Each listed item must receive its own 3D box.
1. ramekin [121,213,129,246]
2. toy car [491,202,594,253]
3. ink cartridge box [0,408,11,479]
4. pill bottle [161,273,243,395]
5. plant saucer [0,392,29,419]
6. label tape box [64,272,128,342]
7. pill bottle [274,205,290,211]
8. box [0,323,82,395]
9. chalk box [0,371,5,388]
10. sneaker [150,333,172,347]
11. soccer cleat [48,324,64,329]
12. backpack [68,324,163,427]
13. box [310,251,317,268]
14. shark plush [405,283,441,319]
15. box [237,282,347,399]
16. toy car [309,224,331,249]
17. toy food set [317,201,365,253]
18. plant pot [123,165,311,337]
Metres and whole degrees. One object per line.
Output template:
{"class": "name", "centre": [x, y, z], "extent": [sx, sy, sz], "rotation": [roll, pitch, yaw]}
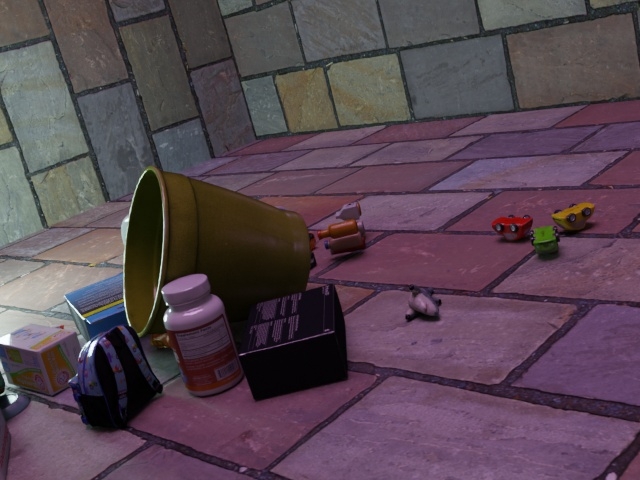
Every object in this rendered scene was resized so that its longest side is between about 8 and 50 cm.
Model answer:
{"class": "ramekin", "centre": [-0.423, 0.013, 2.256], "extent": [0.135, 0.277, 0.277], "rotation": [-36, 25, -34]}
{"class": "toy car", "centre": [0.509, -0.016, 1.872], "extent": [0.239, 0.053, 0.225], "rotation": [-11, 17, 17]}
{"class": "ink cartridge box", "centre": [-0.675, 0.287, 1.488], "extent": [0.131, 0.306, 0.226], "rotation": [-18, 17, -13]}
{"class": "pill bottle", "centre": [-0.234, 0.181, 1.599], "extent": [0.121, 0.216, 0.121], "rotation": [-14, 16, 4]}
{"class": "plant saucer", "centre": [-0.690, 0.360, 1.772], "extent": [0.119, 0.021, 0.119], "rotation": [-14, 17, 4]}
{"class": "label tape box", "centre": [-0.483, 0.172, 2.058], "extent": [0.241, 0.106, 0.334], "rotation": [-22, 18, -22]}
{"class": "pill bottle", "centre": [-0.114, -0.028, 2.377], "extent": [0.112, 0.112, 0.186], "rotation": [-17, 16, -6]}
{"class": "box", "centre": [-0.632, 0.267, 1.861], "extent": [0.203, 0.114, 0.103], "rotation": [1, 21, 43]}
{"class": "chalk box", "centre": [-0.779, 0.267, 1.721], "extent": [0.179, 0.180, 0.289], "rotation": [-23, -5, -24]}
{"class": "sneaker", "centre": [-0.350, 0.225, 1.873], "extent": [0.067, 0.064, 0.175], "rotation": [-43, 19, -12]}
{"class": "soccer cleat", "centre": [-0.711, 0.263, 2.050], "extent": [0.076, 0.068, 0.196], "rotation": [-14, 8, 21]}
{"class": "backpack", "centre": [-0.406, 0.255, 1.588], "extent": [0.117, 0.173, 0.158], "rotation": [-6, 19, 28]}
{"class": "box", "centre": [-0.136, 0.084, 2.148], "extent": [0.184, 0.045, 0.191], "rotation": [-1, 21, 35]}
{"class": "shark plush", "centre": [0.219, 0.130, 1.708], "extent": [0.067, 0.073, 0.161], "rotation": [9, 0, 12]}
{"class": "box", "centre": [-0.047, 0.190, 1.605], "extent": [0.184, 0.103, 0.261], "rotation": [-17, 15, 6]}
{"class": "toy car", "centre": [0.000, 0.000, 2.296], "extent": [0.122, 0.060, 0.040], "rotation": [-16, -30, 32]}
{"class": "toy food set", "centre": [0.059, -0.029, 2.221], "extent": [0.104, 0.111, 0.232], "rotation": [-13, 18, 8]}
{"class": "plant pot", "centre": [-0.222, 0.035, 1.825], "extent": [0.353, 0.366, 0.366], "rotation": [4, 7, -25]}
